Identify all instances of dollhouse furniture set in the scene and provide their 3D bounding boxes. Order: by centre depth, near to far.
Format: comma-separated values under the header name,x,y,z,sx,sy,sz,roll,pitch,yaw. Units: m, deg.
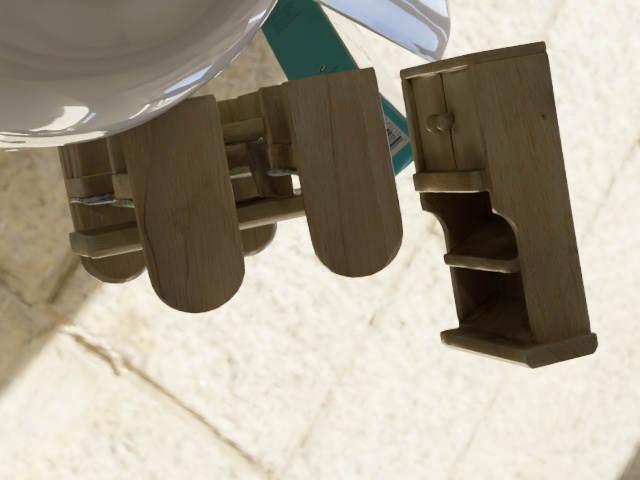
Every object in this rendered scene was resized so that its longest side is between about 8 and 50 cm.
name,x,y,z,sx,sy,sz,roll,pitch,yaw
dollhouse furniture set,0.000,0.000,0.718,0.242,0.212,0.161,-12,95,-18

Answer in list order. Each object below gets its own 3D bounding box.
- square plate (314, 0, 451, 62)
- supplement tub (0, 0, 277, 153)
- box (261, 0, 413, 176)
name,x,y,z,sx,sy,sz,roll,pitch,yaw
square plate,0.007,-0.333,1.073,0.347,0.049,0.344,12,65,-63
supplement tub,-0.184,-0.146,0.586,0.235,0.325,0.235,1,88,-37
box,0.012,-0.151,1.228,0.060,0.244,0.100,-42,124,12
